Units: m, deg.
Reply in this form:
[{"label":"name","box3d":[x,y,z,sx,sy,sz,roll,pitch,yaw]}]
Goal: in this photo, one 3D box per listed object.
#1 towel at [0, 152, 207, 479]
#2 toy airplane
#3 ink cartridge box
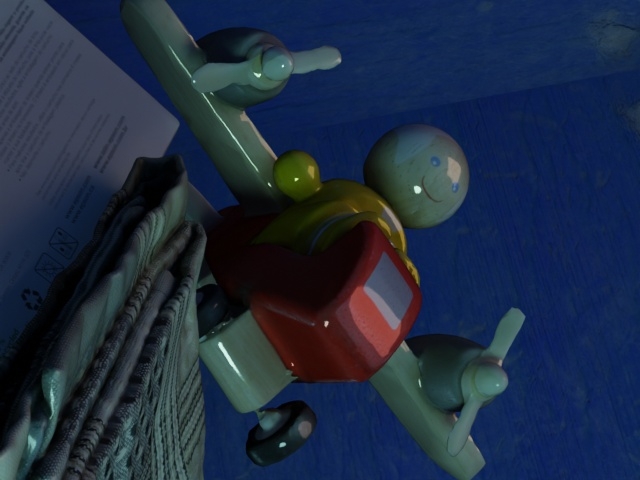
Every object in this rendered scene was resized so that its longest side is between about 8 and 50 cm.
[{"label":"towel","box3d":[-0.091,0.156,0.876,0.312,0.056,0.324,-66,157,-63]},{"label":"toy airplane","box3d":[0.000,0.000,1.568,0.384,0.272,0.386,55,1,28]},{"label":"ink cartridge box","box3d":[-0.191,-0.052,0.910,0.224,0.045,0.223,43,42,-19]}]
